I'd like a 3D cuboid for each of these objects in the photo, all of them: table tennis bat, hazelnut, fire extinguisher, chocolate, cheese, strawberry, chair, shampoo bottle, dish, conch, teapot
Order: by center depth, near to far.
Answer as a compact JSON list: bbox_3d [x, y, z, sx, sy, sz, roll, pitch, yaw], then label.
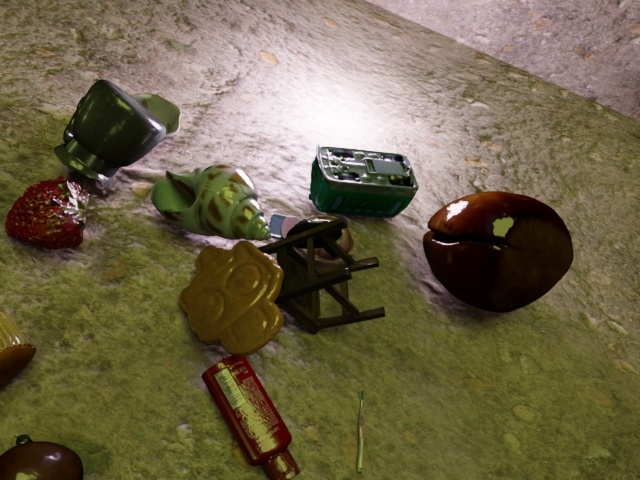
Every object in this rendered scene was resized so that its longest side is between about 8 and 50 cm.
[{"bbox_3d":[-0.536,0.464,0.919,0.177,0.176,0.176,10,53,-14],"label":"chocolate"},{"bbox_3d":[-0.593,0.409,0.982,0.038,0.083,0.025,30,51,4],"label":"fire extinguisher"},{"bbox_3d":[-0.157,0.419,1.147,0.118,0.076,0.314,-21,66,-37],"label":"shampoo bottle"},{"bbox_3d":[-0.692,-0.061,1.232,0.202,0.184,0.186,-13,96,-3],"label":"strawberry"},{"bbox_3d":[-0.068,0.131,1.338,0.240,0.417,0.202,45,33,-48],"label":"chair"},{"bbox_3d":[0.000,0.000,1.359,0.150,0.236,0.027,-18,63,19],"label":"table tennis bat"},{"bbox_3d":[-0.631,-0.297,1.363,0.305,0.223,0.285,40,93,4],"label":"teapot"},{"bbox_3d":[-0.295,-0.099,1.364,0.368,0.197,0.249,20,50,44],"label":"conch"},{"bbox_3d":[-0.019,-0.017,1.516,0.286,0.074,0.188,13,52,-8],"label":"cheese"},{"bbox_3d":[0.545,0.037,1.523,0.430,0.402,0.401,-8,59,-24],"label":"hazelnut"},{"bbox_3d":[-0.556,-0.369,1.560,0.230,0.081,0.229,7,54,-10],"label":"dish"}]

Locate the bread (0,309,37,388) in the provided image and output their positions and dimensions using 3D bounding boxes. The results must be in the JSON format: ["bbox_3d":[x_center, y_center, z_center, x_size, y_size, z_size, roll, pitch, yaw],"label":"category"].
[{"bbox_3d":[-0.720,0.259,0.984,0.250,0.179,0.133,-33,77,-36],"label":"bread"}]

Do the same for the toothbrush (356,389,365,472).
[{"bbox_3d":[0.104,0.481,1.241,0.017,0.022,0.203,13,55,-9],"label":"toothbrush"}]

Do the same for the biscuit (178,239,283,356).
[{"bbox_3d":[-0.226,0.126,1.231,0.269,0.051,0.376,-40,49,-5],"label":"biscuit"}]

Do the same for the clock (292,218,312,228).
[{"bbox_3d":[-0.048,-0.032,1.475,0.083,0.010,0.074,-31,62,-20],"label":"clock"}]

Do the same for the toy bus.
[{"bbox_3d":[0.127,-0.185,1.610,0.344,0.199,0.183,4,52,-18],"label":"toy bus"}]
